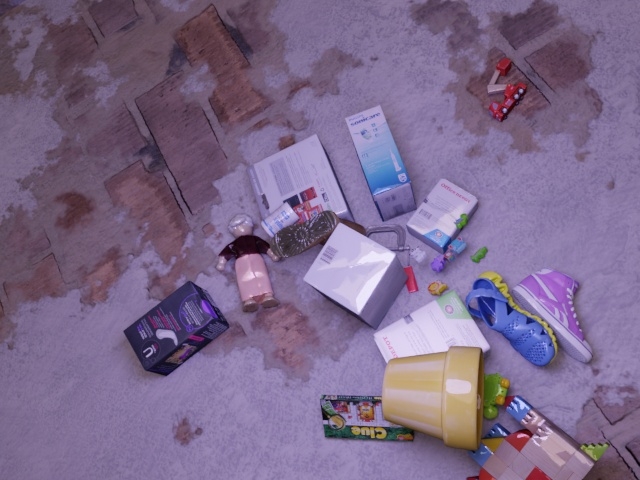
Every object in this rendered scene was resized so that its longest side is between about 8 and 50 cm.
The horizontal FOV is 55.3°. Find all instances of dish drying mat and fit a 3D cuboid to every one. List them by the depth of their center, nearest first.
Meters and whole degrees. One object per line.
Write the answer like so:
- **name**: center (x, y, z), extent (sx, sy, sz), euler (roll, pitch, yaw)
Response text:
- **dish drying mat**: center (0.279, 0.122, 1.902), extent (0.032, 0.008, 0.083), euler (-17, 66, 9)

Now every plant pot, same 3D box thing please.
- **plant pot**: center (0.292, 0.395, 1.573), extent (0.239, 0.254, 0.254), euler (1, 70, 20)

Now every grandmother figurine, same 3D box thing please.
- **grandmother figurine**: center (-0.242, 0.061, 2.018), extent (0.207, 0.104, 0.342), euler (-6, 63, -17)

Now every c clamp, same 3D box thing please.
- **c clamp**: center (0.209, 0.010, 1.953), extent (0.160, 0.022, 0.137), euler (2, 70, 16)

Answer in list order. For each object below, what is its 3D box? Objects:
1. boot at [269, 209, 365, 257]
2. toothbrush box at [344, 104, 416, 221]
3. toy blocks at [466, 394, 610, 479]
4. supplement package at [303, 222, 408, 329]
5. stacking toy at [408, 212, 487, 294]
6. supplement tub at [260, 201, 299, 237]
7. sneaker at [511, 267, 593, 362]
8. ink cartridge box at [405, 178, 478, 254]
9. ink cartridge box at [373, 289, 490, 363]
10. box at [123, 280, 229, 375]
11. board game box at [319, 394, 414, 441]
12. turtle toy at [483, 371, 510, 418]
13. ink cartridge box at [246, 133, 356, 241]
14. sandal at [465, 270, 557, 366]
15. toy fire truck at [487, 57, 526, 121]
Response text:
- **boot**: center (0.000, 0.000, 1.881), extent (0.236, 0.269, 0.089), euler (-23, 75, 16)
- **toothbrush box**: center (0.194, -0.243, 1.946), extent (0.126, 0.216, 0.296), euler (-19, 67, 7)
- **toy blocks**: center (0.507, 0.586, 1.575), extent (0.261, 0.190, 0.381), euler (39, 100, 30)
- **supplement package**: center (0.112, 0.112, 1.805), extent (0.198, 0.263, 0.199), euler (30, 83, 23)
- **stacking toy**: center (0.382, 0.041, 1.826), extent (0.221, 0.167, 0.052), euler (-40, 34, -5)
- **supplement tub**: center (-0.126, -0.062, 1.905), extent (0.107, 0.071, 0.071), euler (-40, 66, 4)
- **sneaker**: center (0.695, 0.195, 1.719), extent (0.161, 0.102, 0.282), euler (-34, 67, -6)
- **ink cartridge box**: center (0.380, -0.076, 1.908), extent (0.139, 0.082, 0.191), euler (35, 81, 23)
- **ink cartridge box**: center (0.320, 0.301, 1.765), extent (0.272, 0.115, 0.198), euler (-30, 66, 3)
- **box**: center (-0.459, 0.284, 1.959), extent (0.270, 0.143, 0.165), euler (-37, 66, 0)
- **board game box**: center (0.133, 0.506, 1.744), extent (0.259, 0.030, 0.136), euler (-2, 113, 14)
- **turtle toy**: center (0.479, 0.431, 1.702), extent (0.095, 0.066, 0.130), euler (8, 72, 43)
- **ink cartridge box**: center (-0.069, -0.151, 2.027), extent (0.271, 0.130, 0.309), euler (-23, 66, 8)
- **sandal**: center (0.520, 0.229, 1.716), extent (0.317, 0.138, 0.126), euler (48, 131, 30)
- **toy fire truck**: center (0.604, -0.498, 2.025), extent (0.135, 0.047, 0.192), euler (38, 84, 24)
